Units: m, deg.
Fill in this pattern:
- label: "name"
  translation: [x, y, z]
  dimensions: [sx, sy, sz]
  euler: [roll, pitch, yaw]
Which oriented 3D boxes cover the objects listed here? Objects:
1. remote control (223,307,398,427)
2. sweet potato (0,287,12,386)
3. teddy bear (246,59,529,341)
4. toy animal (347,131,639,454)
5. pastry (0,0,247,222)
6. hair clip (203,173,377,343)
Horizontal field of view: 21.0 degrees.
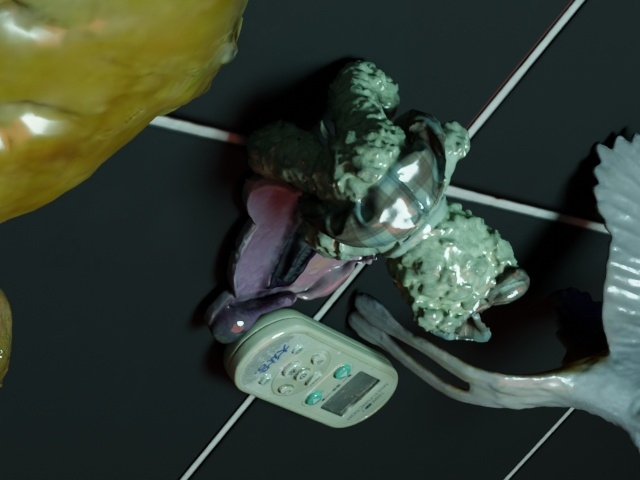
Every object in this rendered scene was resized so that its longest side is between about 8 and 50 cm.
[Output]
- label: "remote control"
  translation: [-0.007, 0.106, 1.439]
  dimensions: [0.078, 0.042, 0.221]
  euler: [-44, 149, 10]
- label: "sweet potato"
  translation: [-0.237, 0.080, 1.162]
  dimensions: [0.068, 0.068, 0.226]
  euler: [-23, 146, -21]
- label: "teddy bear"
  translation: [0.052, -0.028, 1.155]
  dimensions: [0.133, 0.213, 0.111]
  euler: [-41, 169, 0]
- label: "toy animal"
  translation: [0.225, 0.104, 1.436]
  dimensions: [0.284, 0.302, 0.225]
  euler: [-24, 150, -29]
- label: "pastry"
  translation: [-0.190, -0.170, 0.707]
  dimensions: [0.410, 0.245, 0.409]
  euler: [-22, 146, -16]
- label: "hair clip"
  translation: [-0.004, -0.007, 1.297]
  dimensions: [0.146, 0.056, 0.187]
  euler: [-15, 151, -33]
